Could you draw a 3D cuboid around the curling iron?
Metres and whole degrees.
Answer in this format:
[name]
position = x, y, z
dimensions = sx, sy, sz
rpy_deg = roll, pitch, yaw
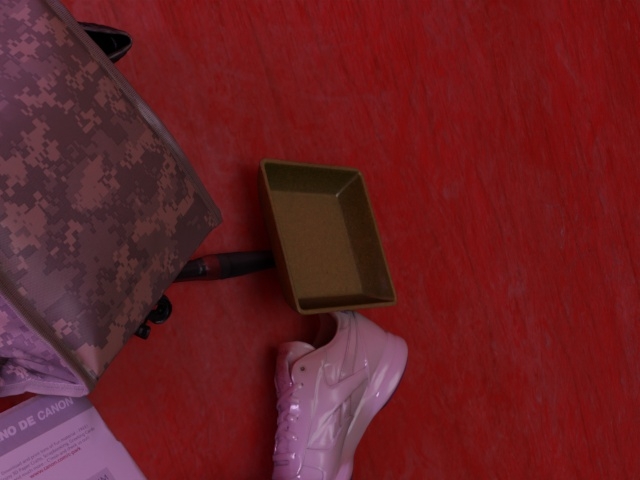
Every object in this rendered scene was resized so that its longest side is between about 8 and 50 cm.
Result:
[curling iron]
position = -0.123, 0.043, 0.900
dimensions = 0.274, 0.035, 0.068
rpy_deg = -19, 120, -49

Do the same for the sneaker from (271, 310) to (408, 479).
[sneaker]
position = -0.017, 0.210, 0.952
dimensions = 0.152, 0.114, 0.305
rpy_deg = 38, 59, -12

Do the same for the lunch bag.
[lunch bag]
position = -0.252, -0.048, 0.668
dimensions = 0.287, 0.168, 0.235
rpy_deg = 61, 39, -28

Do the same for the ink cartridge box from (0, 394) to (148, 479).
[ink cartridge box]
position = -0.249, 0.295, 0.602
dimensions = 0.272, 0.130, 0.309
rpy_deg = 52, 37, 11

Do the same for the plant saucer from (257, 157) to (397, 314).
[plant saucer]
position = 0.000, 0.000, 0.991
dimensions = 0.188, 0.045, 0.188
rpy_deg = 0, 71, -49

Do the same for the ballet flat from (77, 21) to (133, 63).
[ballet flat]
position = -0.261, -0.191, 0.777
dimensions = 0.173, 0.049, 0.058
rpy_deg = -18, 97, -45
